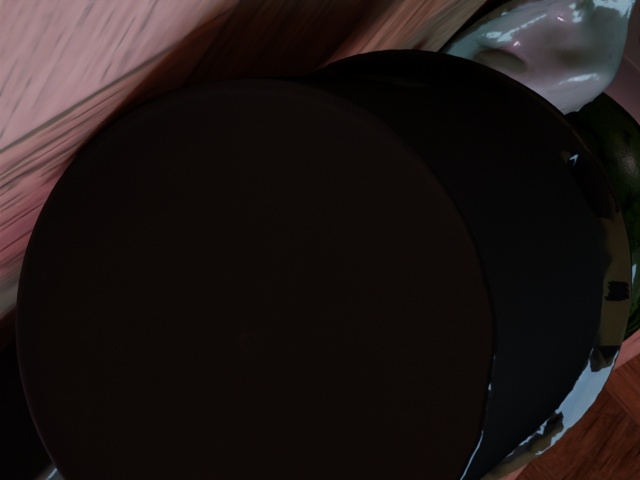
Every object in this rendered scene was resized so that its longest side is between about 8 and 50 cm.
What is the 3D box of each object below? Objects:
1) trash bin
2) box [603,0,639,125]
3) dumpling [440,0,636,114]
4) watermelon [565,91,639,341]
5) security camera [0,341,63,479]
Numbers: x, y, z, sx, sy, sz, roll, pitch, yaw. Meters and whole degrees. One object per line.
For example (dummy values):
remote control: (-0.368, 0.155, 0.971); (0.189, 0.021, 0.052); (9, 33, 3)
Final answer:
trash bin: (0.026, 0.022, 0.618); (0.214, 0.214, 0.334); (-43, 174, 16)
box: (0.319, -0.104, 1.561); (0.300, 0.312, 0.314); (-40, 175, -40)
dumpling: (0.167, -0.139, 1.097); (0.152, 0.108, 0.219); (-40, 174, -38)
watermelon: (0.189, -0.016, 1.294); (0.285, 0.285, 0.285); (-42, 177, -3)
security camera: (-0.101, 0.203, 0.659); (0.197, 0.277, 0.191); (-40, 166, -17)
